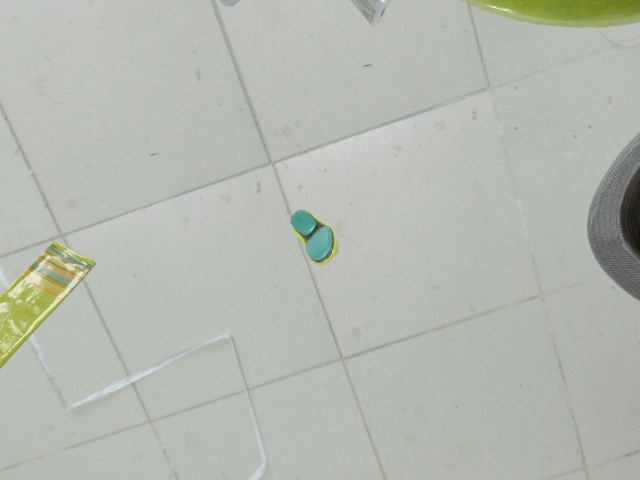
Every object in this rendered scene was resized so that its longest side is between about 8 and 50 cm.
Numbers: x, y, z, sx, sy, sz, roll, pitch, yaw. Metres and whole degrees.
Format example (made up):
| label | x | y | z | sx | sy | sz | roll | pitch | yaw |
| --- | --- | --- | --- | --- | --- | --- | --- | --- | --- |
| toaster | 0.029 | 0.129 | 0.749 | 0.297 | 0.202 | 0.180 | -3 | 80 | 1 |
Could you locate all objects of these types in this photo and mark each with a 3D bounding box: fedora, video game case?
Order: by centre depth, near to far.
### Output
| label | x | y | z | sx | sy | sz | roll | pitch | yaw |
| --- | --- | --- | --- | --- | --- | --- | --- | --- | --- |
| fedora | 0.476 | -0.037 | 0.676 | 0.124 | 0.244 | 0.276 | 16 | 111 | -44 |
| video game case | 0.047 | -0.525 | 1.095 | 0.026 | 0.206 | 0.227 | -42 | 97 | 6 |

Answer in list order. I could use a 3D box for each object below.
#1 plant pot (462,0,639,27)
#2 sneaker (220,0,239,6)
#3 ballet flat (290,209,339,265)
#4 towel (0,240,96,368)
| label | x | y | z | sx | sy | sz | roll | pitch | yaw |
| --- | --- | --- | --- | --- | --- | --- | --- | --- | --- |
| plant pot | 0.220 | -0.361 | 0.473 | 0.275 | 0.276 | 0.254 | 19 | 90 | -6 |
| sneaker | -0.129 | -0.591 | 1.128 | 0.210 | 0.366 | 0.137 | -45 | 112 | -3 |
| ballet flat | 0.000 | 0.000 | 1.244 | 0.077 | 0.231 | 0.077 | -45 | 121 | 4 |
| towel | -0.493 | 0.103 | 0.956 | 0.102 | 0.237 | 0.021 | 20 | 144 | 17 |
